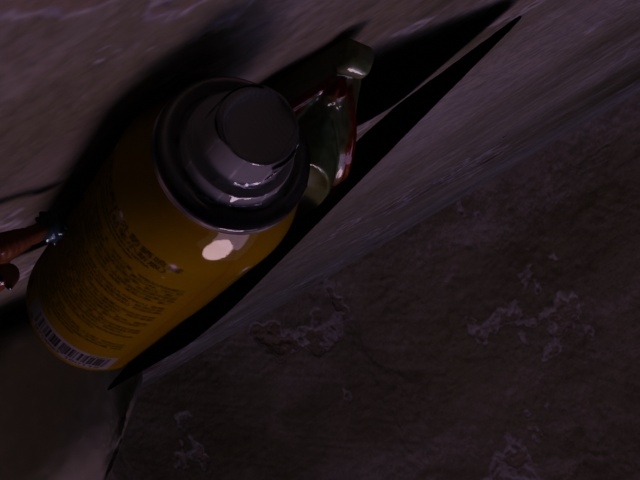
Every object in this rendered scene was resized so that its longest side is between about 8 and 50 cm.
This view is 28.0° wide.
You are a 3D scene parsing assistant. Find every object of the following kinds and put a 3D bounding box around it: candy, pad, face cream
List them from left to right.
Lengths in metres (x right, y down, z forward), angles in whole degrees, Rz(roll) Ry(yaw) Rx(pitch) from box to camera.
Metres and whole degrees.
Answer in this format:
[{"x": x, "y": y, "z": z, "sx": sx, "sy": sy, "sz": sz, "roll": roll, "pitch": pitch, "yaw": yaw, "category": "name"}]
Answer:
[{"x": -0.278, "y": 0.194, "z": 1.138, "sx": 0.296, "sy": 0.185, "sz": 0.295, "roll": -61, "pitch": -173, "yaw": 14, "category": "candy"}, {"x": -0.094, "y": -0.006, "z": 0.763, "sx": 0.105, "sy": 0.105, "sz": 0.348, "roll": -26, "pitch": 174, "yaw": -28, "category": "face cream"}, {"x": -0.001, "y": 0.000, "z": 0.986, "sx": 0.375, "sy": 0.063, "sz": 0.315, "roll": -45, "pitch": -172, "yaw": -28, "category": "pad"}]

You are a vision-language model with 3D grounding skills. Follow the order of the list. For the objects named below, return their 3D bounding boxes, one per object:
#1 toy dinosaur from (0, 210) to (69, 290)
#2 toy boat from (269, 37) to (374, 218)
[{"x": -0.198, "y": 0.015, "z": 0.703, "sx": 0.154, "sy": 0.049, "sz": 0.055, "roll": -27, "pitch": 180, "yaw": -43, "category": "toy dinosaur"}, {"x": -0.024, "y": -0.058, "z": 0.823, "sx": 0.089, "sy": 0.071, "sz": 0.185, "roll": 22, "pitch": 148, "yaw": -24, "category": "toy boat"}]
